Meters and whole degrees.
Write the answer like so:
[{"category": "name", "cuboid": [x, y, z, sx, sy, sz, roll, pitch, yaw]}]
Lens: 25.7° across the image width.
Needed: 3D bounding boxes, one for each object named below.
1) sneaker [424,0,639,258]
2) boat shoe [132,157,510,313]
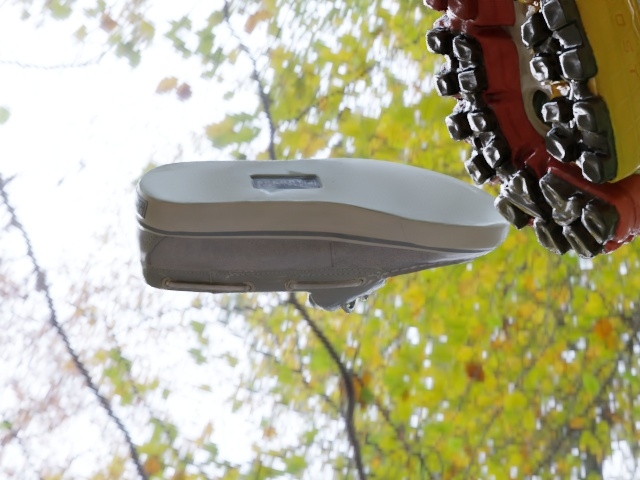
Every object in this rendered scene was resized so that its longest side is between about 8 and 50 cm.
[{"category": "sneaker", "cuboid": [0.064, -0.115, 0.343, 0.093, 0.088, 0.225, -21, -73, -22]}, {"category": "boat shoe", "cuboid": [0.000, 0.001, 0.849, 0.227, 0.079, 0.081, 2, -60, -10]}]
